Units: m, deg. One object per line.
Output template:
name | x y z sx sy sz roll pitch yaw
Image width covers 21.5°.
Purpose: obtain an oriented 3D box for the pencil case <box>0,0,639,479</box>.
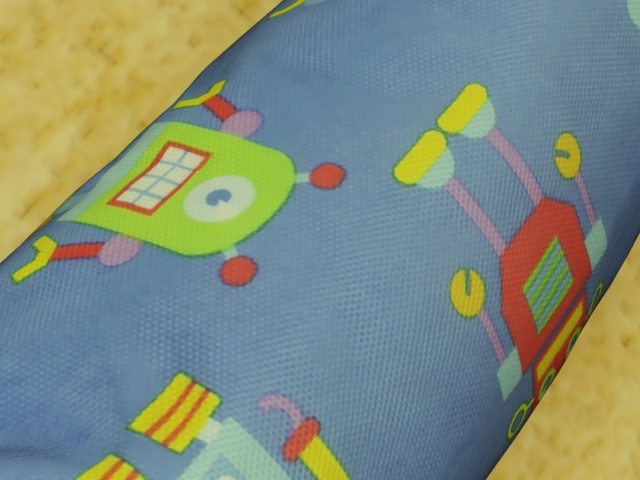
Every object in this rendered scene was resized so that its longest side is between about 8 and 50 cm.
pencil case | 0.000 0.000 0.426 0.133 0.119 0.306 17 51 28
